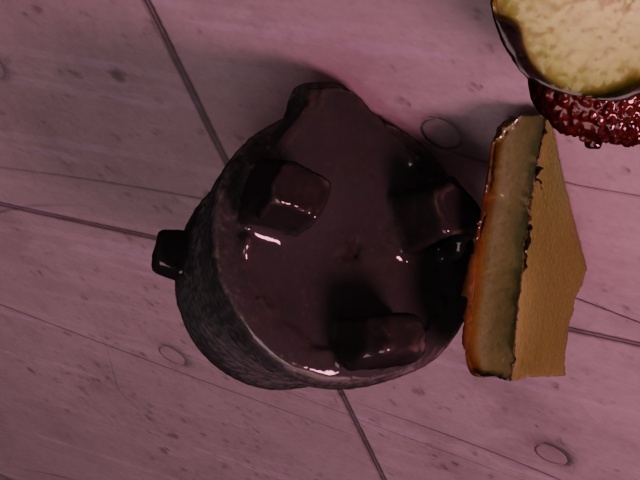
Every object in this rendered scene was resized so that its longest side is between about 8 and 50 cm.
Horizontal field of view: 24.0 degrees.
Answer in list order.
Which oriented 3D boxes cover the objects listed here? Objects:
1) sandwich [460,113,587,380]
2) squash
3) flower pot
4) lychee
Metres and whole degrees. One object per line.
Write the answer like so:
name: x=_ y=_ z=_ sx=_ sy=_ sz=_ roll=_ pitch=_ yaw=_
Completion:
sandwich: x=0.206 y=0.012 z=1.456 sx=0.063 sy=0.245 sz=0.212 roll=9 pitch=180 yaw=25
squash: x=0.234 y=-0.207 z=1.052 sx=0.236 sy=0.155 sz=0.204 roll=25 pitch=152 yaw=11
flower pot: x=0.000 y=0.000 z=1.481 sx=0.299 sy=0.299 sz=0.283 roll=37 pitch=159 yaw=-13
lychee: x=0.227 y=-0.135 z=1.205 sx=0.123 sy=0.123 sz=0.129 roll=21 pitch=141 yaw=15
